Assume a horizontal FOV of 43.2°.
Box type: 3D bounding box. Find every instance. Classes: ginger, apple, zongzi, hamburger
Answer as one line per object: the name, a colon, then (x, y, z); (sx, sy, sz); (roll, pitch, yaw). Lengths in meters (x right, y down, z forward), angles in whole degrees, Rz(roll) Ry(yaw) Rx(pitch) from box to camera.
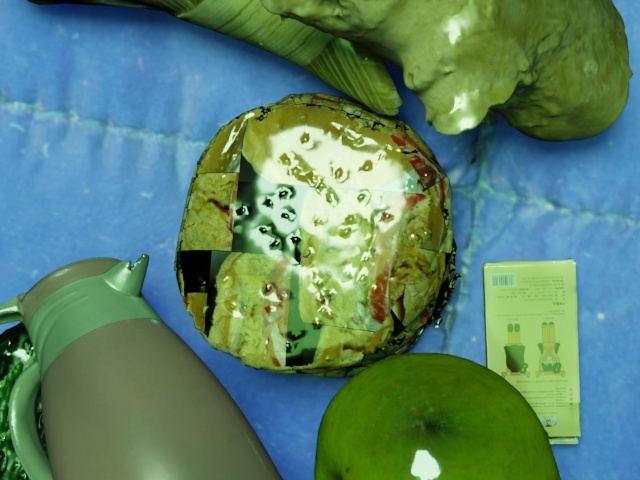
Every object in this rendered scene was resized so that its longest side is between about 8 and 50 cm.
ginger: (0.090, -0.169, 0.538); (0.123, 0.270, 0.218); (-19, 71, 47)
apple: (0.083, 0.177, 0.584); (0.157, 0.196, 0.196); (-19, 92, -23)
zongzi: (-0.099, -0.189, 0.610); (0.286, 0.134, 0.288); (-20, 91, 11)
hamburger: (0.000, 0.000, 0.627); (0.231, 0.107, 0.230); (-1, 87, 12)

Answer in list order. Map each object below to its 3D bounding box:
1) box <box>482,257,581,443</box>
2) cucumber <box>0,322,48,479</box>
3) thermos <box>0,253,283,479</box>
box: (0.169, 0.089, 0.648); (0.073, 0.020, 0.149); (-1, 94, 8)
cucumber: (-0.277, 0.226, 0.688); (0.096, 0.096, 0.359); (12, 96, 8)
thermos: (-0.139, 0.143, 0.580); (0.176, 0.146, 0.265); (-42, 64, 14)
